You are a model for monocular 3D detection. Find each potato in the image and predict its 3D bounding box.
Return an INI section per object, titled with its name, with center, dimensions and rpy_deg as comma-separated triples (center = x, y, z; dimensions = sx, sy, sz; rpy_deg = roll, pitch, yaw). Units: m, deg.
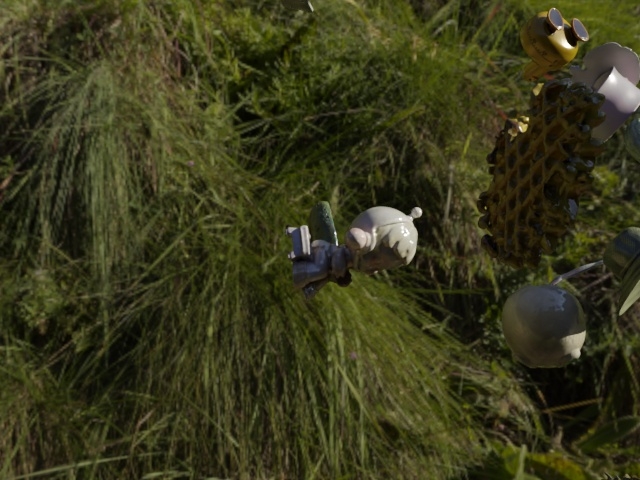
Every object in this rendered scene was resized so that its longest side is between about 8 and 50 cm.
[potato]
center = 0.000, 0.000, 1.233
dimensions = 0.054, 0.197, 0.119
rpy_deg = -3, -22, -10

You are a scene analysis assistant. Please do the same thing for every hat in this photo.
[hat]
center = 0.672, 0.033, 1.230
dimensions = 0.252, 0.251, 0.110
rpy_deg = -10, 43, -45

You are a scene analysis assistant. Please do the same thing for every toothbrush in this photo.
[toothbrush]
center = 0.650, 0.102, 1.536
dimensions = 0.269, 0.027, 0.021
rpy_deg = -23, 3, 6

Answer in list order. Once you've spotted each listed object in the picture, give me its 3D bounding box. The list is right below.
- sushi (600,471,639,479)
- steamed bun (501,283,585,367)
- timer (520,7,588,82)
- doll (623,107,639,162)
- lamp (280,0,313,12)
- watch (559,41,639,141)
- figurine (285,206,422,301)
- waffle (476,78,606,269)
[sushi]
center = 0.513, 0.465, 0.972
dimensions = 0.147, 0.212, 0.115
rpy_deg = -32, 71, -18
[steamed bun]
center = 0.502, 0.209, 1.293
dimensions = 0.177, 0.228, 0.130
rpy_deg = -4, 43, 21
[timer]
center = 0.402, -0.349, 1.028
dimensions = 0.107, 0.107, 0.109
rpy_deg = -5, -20, -30
[doll]
center = 0.730, -0.220, 1.284
dimensions = 0.072, 0.103, 0.214
rpy_deg = -36, 19, 42
[lamp]
center = -0.013, -0.464, 0.945
dimensions = 0.056, 0.198, 0.050
rpy_deg = 11, -16, 25
[watch]
center = 0.694, -0.357, 1.442
dimensions = 0.196, 0.244, 0.231
rpy_deg = 40, 38, 4
[figurine]
center = 0.070, 0.014, 1.061
dimensions = 0.257, 0.181, 0.144
rpy_deg = -14, 41, 3
[waffle]
center = 0.256, -0.081, 0.696
dimensions = 0.051, 0.231, 0.228
rpy_deg = 14, 17, -9
